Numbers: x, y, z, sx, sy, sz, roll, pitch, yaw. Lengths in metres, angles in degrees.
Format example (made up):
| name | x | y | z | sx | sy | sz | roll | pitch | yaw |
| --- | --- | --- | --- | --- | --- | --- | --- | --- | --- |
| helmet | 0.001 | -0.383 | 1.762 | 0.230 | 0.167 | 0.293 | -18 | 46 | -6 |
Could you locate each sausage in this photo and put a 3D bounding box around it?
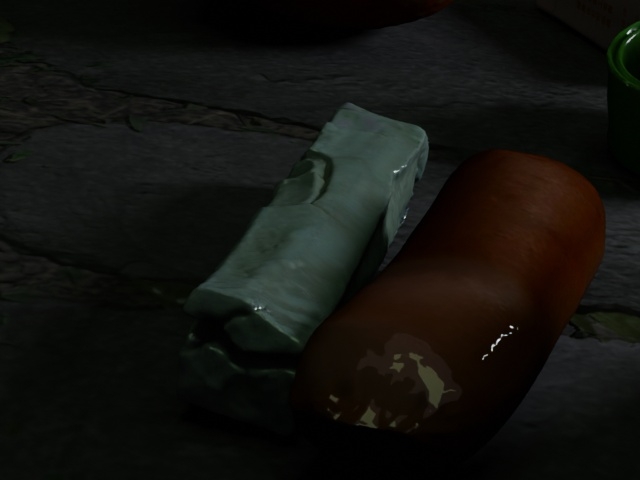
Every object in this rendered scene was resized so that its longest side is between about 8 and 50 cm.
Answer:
| name | x | y | z | sx | sy | sz | roll | pitch | yaw |
| --- | --- | --- | --- | --- | --- | --- | --- | --- | --- |
| sausage | 0.071 | 0.032 | 0.814 | 0.089 | 0.083 | 0.300 | 20 | 28 | 14 |

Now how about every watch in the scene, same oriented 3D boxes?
| name | x | y | z | sx | sy | sz | roll | pitch | yaw |
| --- | --- | --- | --- | --- | --- | --- | --- | --- | --- |
| watch | 0.254 | -0.100 | 1.166 | 0.152 | 0.131 | 0.165 | -27 | 41 | -24 |

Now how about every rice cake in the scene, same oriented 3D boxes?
| name | x | y | z | sx | sy | sz | roll | pitch | yaw |
| --- | --- | --- | --- | --- | --- | --- | --- | --- | --- |
| rice cake | 0.000 | 0.000 | 0.896 | 0.066 | 0.063 | 0.336 | 18 | 22 | 5 |

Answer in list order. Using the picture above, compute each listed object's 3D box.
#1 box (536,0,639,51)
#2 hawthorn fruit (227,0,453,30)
| name | x | y | z | sx | sy | sz | roll | pitch | yaw |
| --- | --- | --- | --- | --- | --- | --- | --- | --- | --- |
| box | 0.294 | -0.191 | 1.430 | 0.149 | 0.067 | 0.233 | -1 | 23 | -20 |
| hawthorn fruit | 0.022 | -0.282 | 1.362 | 0.261 | 0.258 | 0.258 | -8 | 18 | 19 |
